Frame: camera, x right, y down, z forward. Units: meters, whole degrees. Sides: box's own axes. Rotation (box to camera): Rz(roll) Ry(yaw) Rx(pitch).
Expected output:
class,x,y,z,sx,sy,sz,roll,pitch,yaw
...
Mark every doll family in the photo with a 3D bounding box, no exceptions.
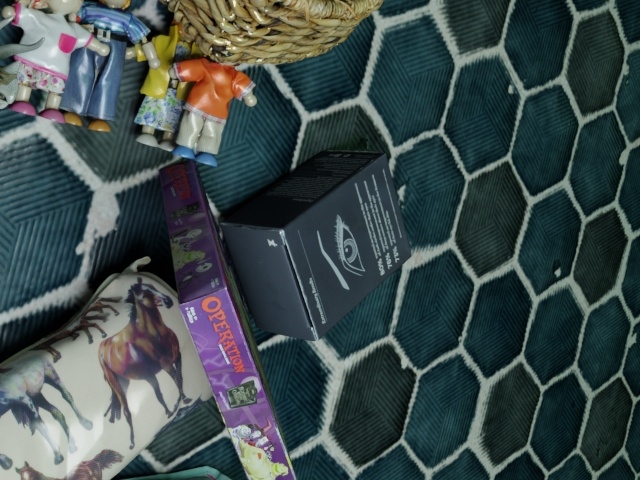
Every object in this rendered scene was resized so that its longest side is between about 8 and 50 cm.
class,x,y,z,sx,sy,sz,roll,pitch,yaw
doll family,-0.196,-0.188,0.929,0.262,0.118,0.163,14,97,-24

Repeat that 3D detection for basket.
class,x,y,z,sx,sy,sz,roll,pitch,yaw
basket,-0.006,-0.322,0.888,0.213,0.223,0.299,52,43,2

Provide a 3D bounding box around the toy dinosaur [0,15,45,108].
class,x,y,z,sx,sy,sz,roll,pitch,yaw
toy dinosaur,-0.405,-0.148,0.751,0.313,0.121,0.160,19,88,-10

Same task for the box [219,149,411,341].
class,x,y,z,sx,sy,sz,roll,pitch,yaw
box,0.000,0.000,1.104,0.207,0.108,0.153,-37,121,-39

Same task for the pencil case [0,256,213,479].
class,x,y,z,sx,sy,sz,roll,pitch,yaw
pencil case,-0.292,0.187,0.876,0.410,0.160,0.184,-37,104,-29

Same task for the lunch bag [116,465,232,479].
class,x,y,z,sx,sy,sz,roll,pitch,yaw
lunch bag,-0.201,0.385,1.003,0.262,0.160,0.224,5,97,-47

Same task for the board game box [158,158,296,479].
class,x,y,z,sx,sy,sz,roll,pitch,yaw
board game box,-0.101,0.066,0.908,0.056,0.347,0.208,-23,116,-3
